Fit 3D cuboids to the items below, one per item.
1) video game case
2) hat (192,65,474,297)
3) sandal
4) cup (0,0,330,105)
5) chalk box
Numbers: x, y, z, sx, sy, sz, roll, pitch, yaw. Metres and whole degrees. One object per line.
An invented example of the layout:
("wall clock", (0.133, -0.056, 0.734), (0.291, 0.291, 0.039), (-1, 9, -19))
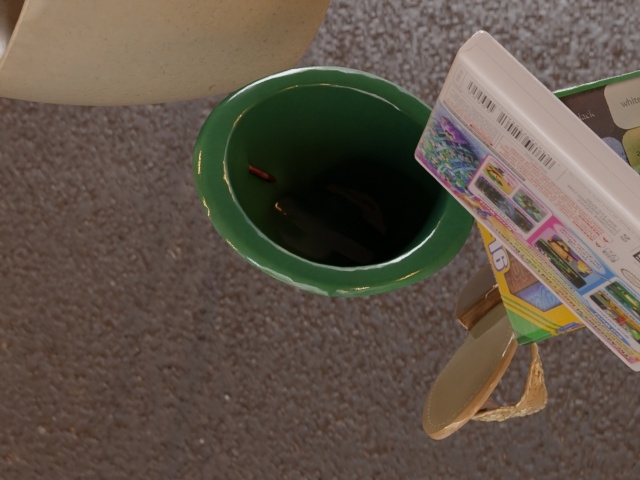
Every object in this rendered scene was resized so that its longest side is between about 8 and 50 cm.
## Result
("video game case", (0.110, -0.009, 0.479), (0.019, 0.143, 0.157), (-44, 83, -10))
("hat", (0.000, 0.000, 0.739), (0.208, 0.183, 0.173), (-25, 67, -30))
("sandal", (0.145, 0.094, 0.827), (0.088, 0.079, 0.240), (-41, 10, 27))
("cup", (-0.120, -0.247, 0.894), (0.237, 0.331, 0.331), (15, 56, -23))
("chalk box", (0.197, -0.027, 0.672), (0.132, 0.213, 0.132), (-15, 81, -14))
